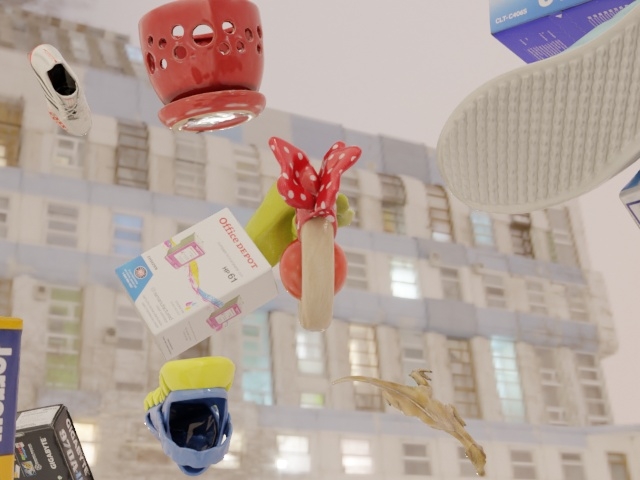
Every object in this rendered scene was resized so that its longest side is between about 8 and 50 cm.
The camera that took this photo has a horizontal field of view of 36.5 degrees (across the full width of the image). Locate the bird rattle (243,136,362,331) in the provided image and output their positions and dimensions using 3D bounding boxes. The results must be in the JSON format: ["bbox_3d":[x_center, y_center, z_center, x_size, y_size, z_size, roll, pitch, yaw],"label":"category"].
[{"bbox_3d":[0.000,0.000,1.119,0.253,0.143,0.207,137,-50,-73],"label":"bird rattle"}]

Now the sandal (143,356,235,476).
[{"bbox_3d":[-0.186,0.267,1.365,0.317,0.126,0.138,110,-24,-66],"label":"sandal"}]

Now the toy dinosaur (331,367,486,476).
[{"bbox_3d":[0.093,0.155,0.934,0.053,0.183,0.092,-55,-168,4],"label":"toy dinosaur"}]

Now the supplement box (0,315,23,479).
[{"bbox_3d":[-0.407,0.138,0.645,0.195,0.356,0.194,-2,-96,37],"label":"supplement box"}]

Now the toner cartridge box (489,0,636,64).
[{"bbox_3d":[0.365,-0.242,1.198,0.165,0.348,0.075,-14,-113,37],"label":"toner cartridge box"}]

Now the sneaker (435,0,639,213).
[{"bbox_3d":[0.271,-0.132,0.863,0.366,0.150,0.135,-27,-93,42],"label":"sneaker"}]

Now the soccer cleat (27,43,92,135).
[{"bbox_3d":[-0.184,-0.104,0.700,0.035,0.029,0.083,39,-24,38],"label":"soccer cleat"}]

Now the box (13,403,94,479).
[{"bbox_3d":[-0.332,0.299,1.064,0.051,0.175,0.220,-82,158,-69],"label":"box"}]

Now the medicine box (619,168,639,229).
[{"bbox_3d":[0.450,-0.087,0.808,0.263,0.149,0.289,-42,-170,-28],"label":"medicine box"}]

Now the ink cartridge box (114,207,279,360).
[{"bbox_3d":[-0.112,0.038,0.889,0.088,0.122,0.052,51,-17,32],"label":"ink cartridge box"}]

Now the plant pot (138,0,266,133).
[{"bbox_3d":[-0.173,-0.265,1.496,0.191,0.191,0.174,-17,-97,60],"label":"plant pot"}]
